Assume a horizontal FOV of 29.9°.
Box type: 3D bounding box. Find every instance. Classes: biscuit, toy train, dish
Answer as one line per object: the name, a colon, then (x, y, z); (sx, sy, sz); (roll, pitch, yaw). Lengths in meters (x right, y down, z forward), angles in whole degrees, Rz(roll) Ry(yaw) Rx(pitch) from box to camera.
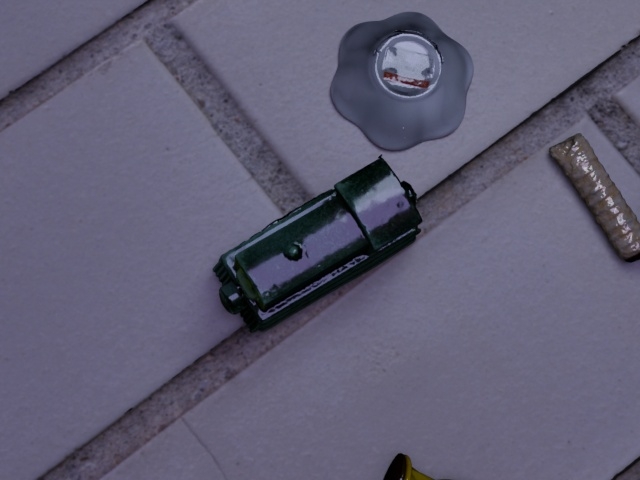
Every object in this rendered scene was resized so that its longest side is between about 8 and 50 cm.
biscuit: (0.429, -0.063, 1.827); (0.061, 0.055, 0.219); (-31, 83, 2)
toy train: (0.000, 0.000, 1.726); (0.330, 0.178, 0.138); (-31, 83, -10)
dish: (0.129, -0.256, 1.831); (0.229, 0.081, 0.229); (1, 80, -4)

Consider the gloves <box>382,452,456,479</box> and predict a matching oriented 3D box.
gloves: (0.229, 0.409, 1.711); (0.294, 0.116, 0.133); (22, 86, -6)
